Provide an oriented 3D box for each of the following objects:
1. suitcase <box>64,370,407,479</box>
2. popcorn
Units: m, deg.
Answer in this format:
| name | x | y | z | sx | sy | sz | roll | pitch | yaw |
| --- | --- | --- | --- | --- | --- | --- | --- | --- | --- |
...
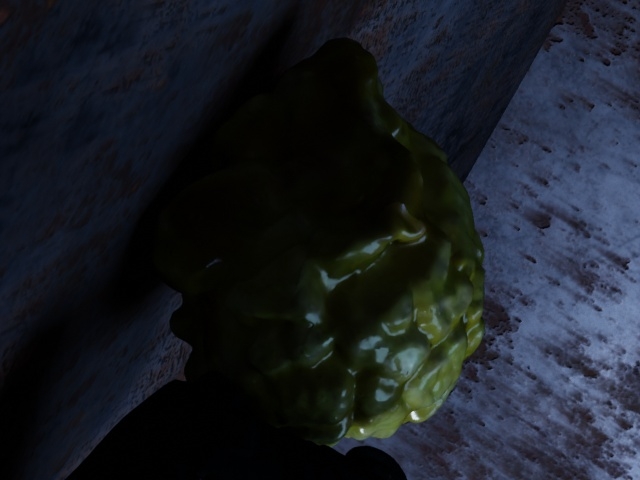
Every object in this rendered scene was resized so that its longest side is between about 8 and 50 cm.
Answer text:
| name | x | y | z | sx | sy | sz | roll | pitch | yaw |
| --- | --- | --- | --- | --- | --- | --- | --- | --- | --- |
| suitcase | -0.115 | 0.287 | 0.997 | 0.345 | 0.188 | 0.339 | -42 | -154 | 37 |
| popcorn | 0.000 | 0.000 | 1.118 | 0.237 | 0.205 | 0.252 | -29 | 121 | -45 |
